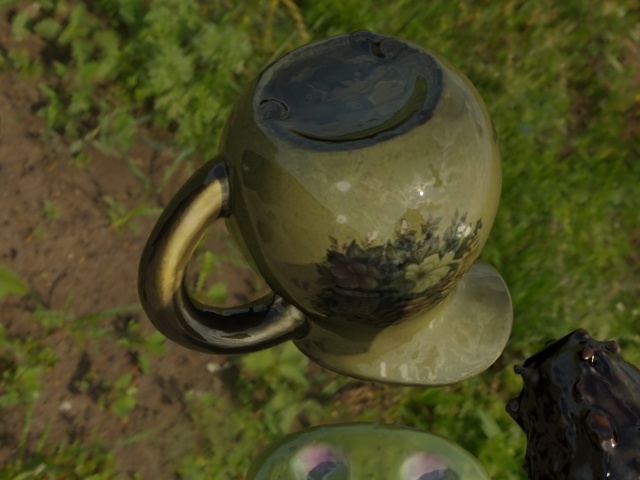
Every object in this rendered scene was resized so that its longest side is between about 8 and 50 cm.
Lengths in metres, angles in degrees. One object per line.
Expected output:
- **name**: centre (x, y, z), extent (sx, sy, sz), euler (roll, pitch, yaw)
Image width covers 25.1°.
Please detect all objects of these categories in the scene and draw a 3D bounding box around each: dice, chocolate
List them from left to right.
- **dice**: centre (0.042, 0.344, 1.416), extent (0.250, 0.252, 0.254), euler (4, 45, 0)
- **chocolate**: centre (0.197, 0.127, 1.012), extent (0.156, 0.156, 0.133), euler (-13, 74, -43)

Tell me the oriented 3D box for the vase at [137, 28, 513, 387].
- **vase**: centre (0.000, 0.000, 1.248), extent (0.329, 0.302, 0.241), euler (-19, 44, -9)
